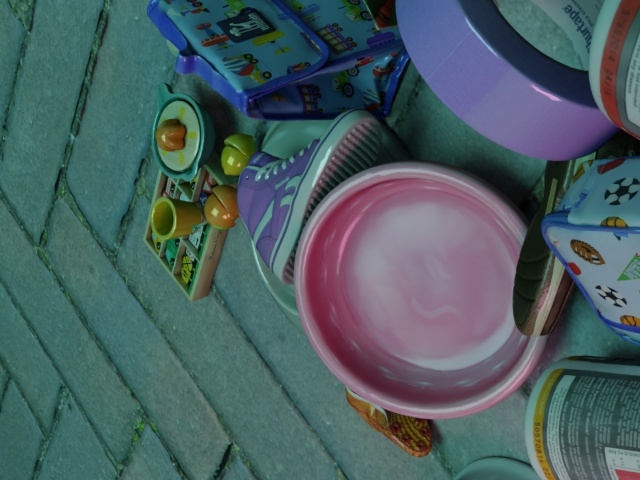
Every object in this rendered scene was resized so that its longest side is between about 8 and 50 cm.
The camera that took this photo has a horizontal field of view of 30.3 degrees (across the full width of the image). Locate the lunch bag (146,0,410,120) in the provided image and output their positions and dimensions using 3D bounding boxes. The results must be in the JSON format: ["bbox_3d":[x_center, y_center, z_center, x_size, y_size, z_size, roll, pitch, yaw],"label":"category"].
[{"bbox_3d":[-0.066,-0.247,1.510,0.221,0.293,0.138,48,137,28],"label":"lunch bag"}]

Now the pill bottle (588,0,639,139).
[{"bbox_3d":[0.406,-0.108,0.920,0.363,0.210,0.210,41,133,40],"label":"pill bottle"}]

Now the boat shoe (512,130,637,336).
[{"bbox_3d":[0.288,-0.007,1.308,0.095,0.095,0.257,-108,28,-66],"label":"boat shoe"}]

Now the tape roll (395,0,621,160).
[{"bbox_3d":[0.215,-0.218,1.184,0.275,0.275,0.090,61,141,15],"label":"tape roll"}]

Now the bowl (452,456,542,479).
[{"bbox_3d":[0.229,0.445,1.549,0.298,0.134,0.298,22,120,45],"label":"bowl"}]

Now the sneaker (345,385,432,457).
[{"bbox_3d":[0.102,0.255,1.706,0.175,0.064,0.067,42,154,41],"label":"sneaker"}]

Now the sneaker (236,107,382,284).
[{"bbox_3d":[-0.034,-0.090,1.542,0.161,0.102,0.282,53,131,28],"label":"sneaker"}]

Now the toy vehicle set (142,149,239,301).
[{"bbox_3d":[-0.221,-0.047,1.999,0.166,0.035,0.267,47,136,30],"label":"toy vehicle set"}]

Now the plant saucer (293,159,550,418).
[{"bbox_3d":[0.131,0.056,1.474,0.332,0.084,0.332,7,109,20],"label":"plant saucer"}]

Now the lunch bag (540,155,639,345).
[{"bbox_3d":[0.382,0.032,1.148,0.303,0.115,0.243,11,146,51],"label":"lunch bag"}]

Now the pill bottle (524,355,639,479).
[{"bbox_3d":[0.367,0.209,1.255,0.278,0.162,0.162,-1,103,52],"label":"pill bottle"}]

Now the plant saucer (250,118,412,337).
[{"bbox_3d":[0.000,0.000,1.688,0.400,0.100,0.400,23,122,44],"label":"plant saucer"}]

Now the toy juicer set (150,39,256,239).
[{"bbox_3d":[-0.192,-0.166,1.831,0.209,0.089,0.329,-1,90,46],"label":"toy juicer set"}]

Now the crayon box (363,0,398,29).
[{"bbox_3d":[0.098,-0.406,1.320,0.081,0.202,0.318,-25,85,53],"label":"crayon box"}]
